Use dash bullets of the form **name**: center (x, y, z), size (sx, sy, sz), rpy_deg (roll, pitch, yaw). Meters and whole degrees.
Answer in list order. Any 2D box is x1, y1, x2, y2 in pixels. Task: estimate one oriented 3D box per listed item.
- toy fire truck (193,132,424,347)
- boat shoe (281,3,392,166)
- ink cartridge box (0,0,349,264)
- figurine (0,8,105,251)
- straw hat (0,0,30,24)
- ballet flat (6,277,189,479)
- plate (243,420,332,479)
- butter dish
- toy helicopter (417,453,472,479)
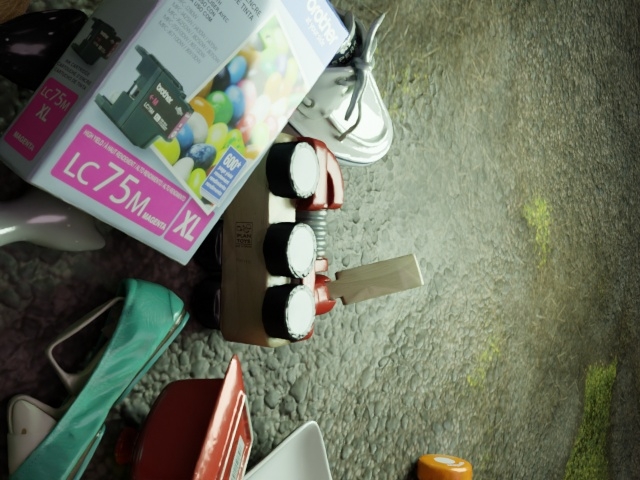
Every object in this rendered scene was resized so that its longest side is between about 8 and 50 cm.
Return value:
- **toy fire truck**: center (0.000, 0.000, 0.733), size (0.246, 0.158, 0.217), rpy_deg (1, 91, -59)
- **boat shoe**: center (0.005, -0.202, 0.707), size (0.367, 0.156, 0.136), rpy_deg (40, 64, -40)
- **ink cartridge box**: center (-0.086, -0.144, 0.520), size (0.311, 0.065, 0.186), rpy_deg (-57, 149, -5)
- **figurine**: center (-0.253, -0.067, 0.476), size (0.209, 0.092, 0.215), rpy_deg (-20, 116, -50)
- **straw hat**: center (-0.285, -0.200, 0.456), size (0.144, 0.144, 0.061), rpy_deg (-14, 62, -46)
- **ballet flat**: center (-0.212, 0.135, 0.557), size (0.087, 0.083, 0.247), rpy_deg (38, 62, -15)
- **plate**: center (-0.078, 0.384, 0.726), size (0.278, 0.045, 0.277), rpy_deg (-27, 110, -43)
- **butter dish**: center (-0.135, 0.201, 0.609), size (0.160, 0.118, 0.160), rpy_deg (90, 10, -49)
- **toy helicopter**: center (0.160, 0.395, 0.846), size (0.355, 0.235, 0.140), rpy_deg (9, 86, -47)
